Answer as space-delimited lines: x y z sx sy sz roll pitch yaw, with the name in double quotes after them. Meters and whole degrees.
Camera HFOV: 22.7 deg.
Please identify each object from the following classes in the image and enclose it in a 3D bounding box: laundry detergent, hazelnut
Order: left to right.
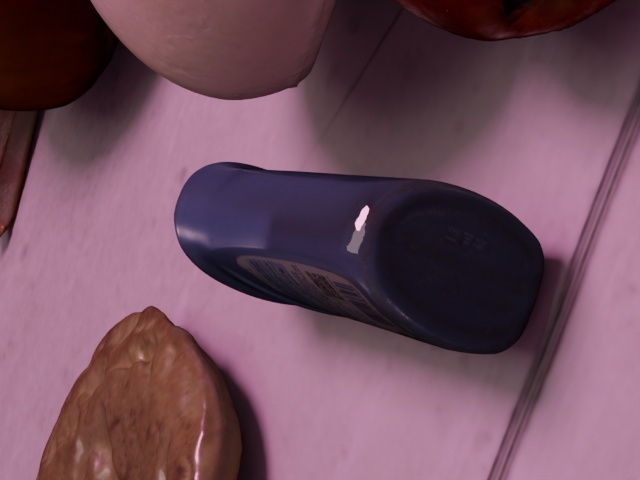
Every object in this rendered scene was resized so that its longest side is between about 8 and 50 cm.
-0.216 -0.175 0.983 0.208 0.208 0.208 -28 55 50 "hazelnut"
-0.001 0.001 0.686 0.206 0.097 0.061 10 83 57 "laundry detergent"

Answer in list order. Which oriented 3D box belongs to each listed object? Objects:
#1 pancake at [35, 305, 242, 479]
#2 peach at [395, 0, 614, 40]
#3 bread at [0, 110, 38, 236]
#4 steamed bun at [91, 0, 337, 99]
-0.109 0.145 0.847 0.242 0.050 0.242 -39 38 40 "pancake"
0.076 -0.154 0.620 0.127 0.092 0.172 -9 60 19 "peach"
-0.233 -0.057 1.118 0.062 0.043 0.109 14 91 56 "bread"
-0.043 -0.184 0.714 0.232 0.145 0.231 -161 90 -86 "steamed bun"
